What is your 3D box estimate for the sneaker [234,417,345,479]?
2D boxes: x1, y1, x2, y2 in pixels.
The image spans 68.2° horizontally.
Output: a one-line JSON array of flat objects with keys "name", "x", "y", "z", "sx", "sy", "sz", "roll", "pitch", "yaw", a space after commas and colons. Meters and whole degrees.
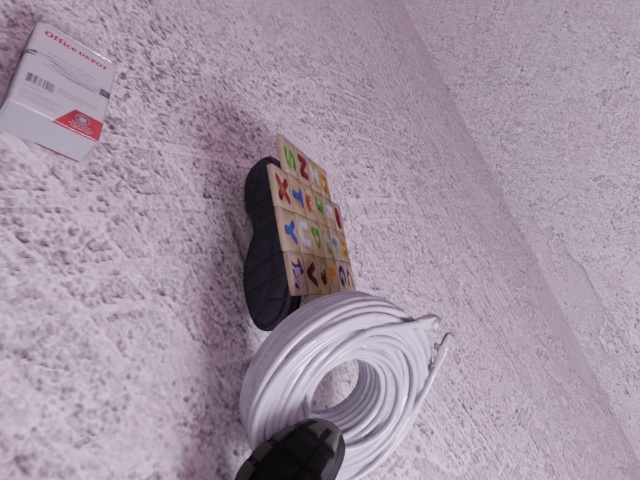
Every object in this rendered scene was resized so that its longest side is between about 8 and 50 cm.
[{"name": "sneaker", "x": -0.055, "y": 0.309, "z": 0.478, "sx": 0.267, "sy": 0.101, "sz": 0.106, "roll": -53, "pitch": 126, "yaw": -18}]

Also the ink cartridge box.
[{"name": "ink cartridge box", "x": -0.316, "y": -0.179, "z": 0.573, "sx": 0.099, "sy": 0.056, "sz": 0.135, "roll": 26, "pitch": 48, "yaw": -39}]

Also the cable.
[{"name": "cable", "x": 0.024, "y": 0.187, "z": 0.598, "sx": 0.257, "sy": 0.089, "sz": 0.257, "roll": 15, "pitch": 99, "yaw": -33}]

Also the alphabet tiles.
[{"name": "alphabet tiles", "x": 0.000, "y": 0.000, "z": 0.746, "sx": 0.342, "sy": 0.011, "sz": 0.285, "roll": 18, "pitch": 60, "yaw": -72}]

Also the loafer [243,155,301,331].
[{"name": "loafer", "x": -0.054, "y": 0.002, "z": 0.736, "sx": 0.095, "sy": 0.109, "sz": 0.302, "roll": 29, "pitch": 43, "yaw": -43}]
